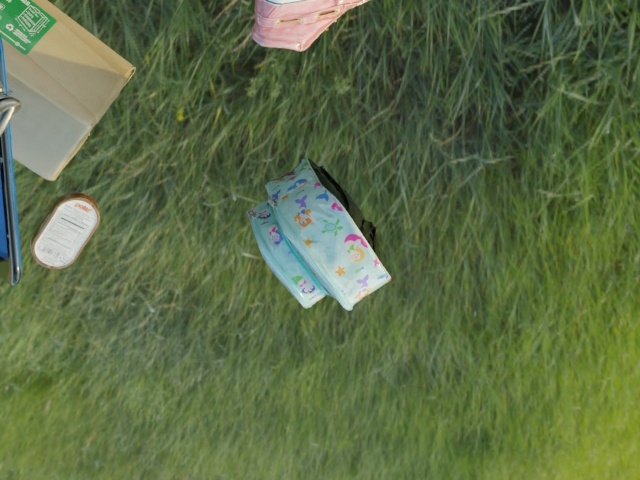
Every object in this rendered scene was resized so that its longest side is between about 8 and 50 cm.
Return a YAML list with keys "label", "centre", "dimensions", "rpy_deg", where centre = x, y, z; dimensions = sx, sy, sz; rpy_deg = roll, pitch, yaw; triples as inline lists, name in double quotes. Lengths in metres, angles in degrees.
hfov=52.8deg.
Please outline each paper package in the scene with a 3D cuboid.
- label: "paper package"
  centre: [-0.553, -0.300, 1.174]
  dimensions: [0.325, 0.168, 0.310]
  rpy_deg: [36, 147, -22]

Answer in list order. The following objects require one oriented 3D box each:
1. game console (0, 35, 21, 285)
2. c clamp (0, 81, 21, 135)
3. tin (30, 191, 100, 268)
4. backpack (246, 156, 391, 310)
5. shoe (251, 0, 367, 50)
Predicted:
- label: "game console"
  centre: [-0.475, -0.098, 0.776]
  dimensions: [0.250, 0.292, 0.173]
  rpy_deg: [-2, -172, -7]
- label: "c clamp"
  centre: [-0.308, -0.148, 0.550]
  dimensions: [0.137, 0.160, 0.022]
  rpy_deg: [-26, 173, 4]
- label: "tin"
  centre: [-0.575, -0.020, 1.458]
  dimensions: [0.106, 0.040, 0.189]
  rpy_deg: [31, 97, -36]
- label: "backpack"
  centre: [0.000, 0.000, 1.081]
  dimensions: [0.191, 0.253, 0.225]
  rpy_deg: [-37, 119, -4]
- label: "shoe"
  centre: [0.002, -0.274, 0.741]
  dimensions: [0.178, 0.063, 0.081]
  rpy_deg: [-20, 152, -27]
